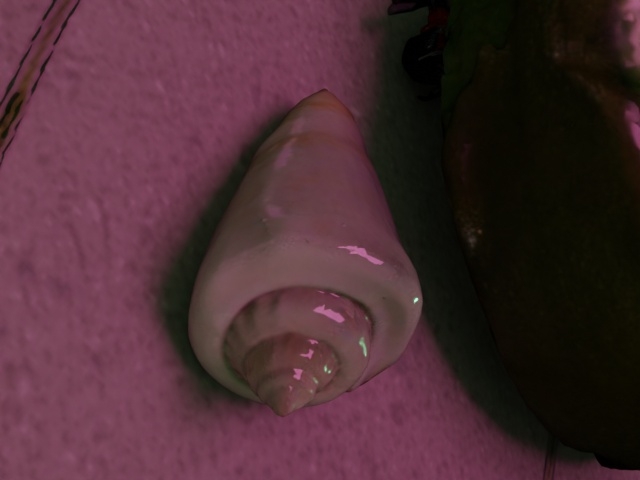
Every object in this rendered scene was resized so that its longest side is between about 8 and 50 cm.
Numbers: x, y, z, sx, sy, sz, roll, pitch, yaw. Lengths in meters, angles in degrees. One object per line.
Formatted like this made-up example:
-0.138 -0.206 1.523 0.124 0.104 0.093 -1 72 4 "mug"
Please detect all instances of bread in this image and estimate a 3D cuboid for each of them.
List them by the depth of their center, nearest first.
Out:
0.212 -0.047 0.694 0.382 0.129 0.366 -29 108 -55 "bread"

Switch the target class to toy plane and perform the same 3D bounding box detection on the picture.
0.084 -0.123 0.678 0.145 0.037 0.060 -28 95 -51 "toy plane"

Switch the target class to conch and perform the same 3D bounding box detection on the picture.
-0.007 0.008 0.504 0.104 0.094 0.176 30 27 -26 "conch"
